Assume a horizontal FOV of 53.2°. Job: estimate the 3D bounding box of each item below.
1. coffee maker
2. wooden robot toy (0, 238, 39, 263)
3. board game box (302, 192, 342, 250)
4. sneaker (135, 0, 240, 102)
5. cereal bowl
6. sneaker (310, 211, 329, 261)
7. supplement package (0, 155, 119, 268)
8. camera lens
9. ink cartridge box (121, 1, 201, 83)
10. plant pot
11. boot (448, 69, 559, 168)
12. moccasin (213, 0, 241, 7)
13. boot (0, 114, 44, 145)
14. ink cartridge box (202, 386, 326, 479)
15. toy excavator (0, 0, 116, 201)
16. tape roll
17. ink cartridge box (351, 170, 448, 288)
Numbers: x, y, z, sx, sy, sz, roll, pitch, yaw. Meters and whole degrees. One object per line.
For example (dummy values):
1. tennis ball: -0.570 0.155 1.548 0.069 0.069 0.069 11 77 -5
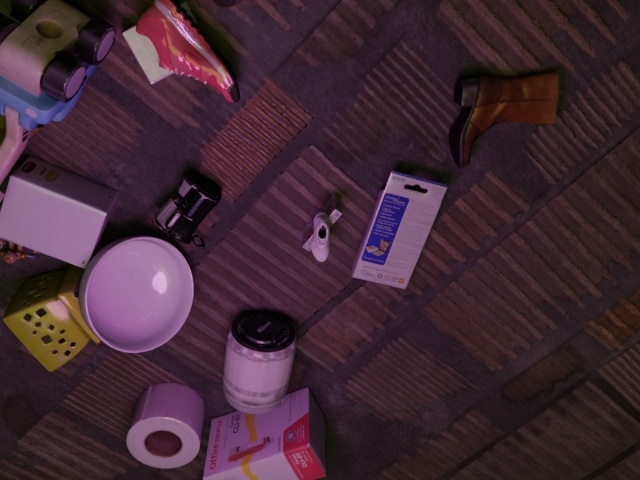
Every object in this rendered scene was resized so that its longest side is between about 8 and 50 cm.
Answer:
1. coffee maker: -0.360 -0.089 1.827 0.171 0.120 0.178 23 120 -41
2. wooden robot toy: -0.917 0.031 1.882 0.173 0.079 0.076 7 119 -6
3. board game box: 0.003 -0.053 1.853 0.026 0.103 0.154 33 113 -19
4. sneaker: -0.329 -0.456 1.598 0.136 0.116 0.314 -37 111 9
5. cereal bowl: -0.550 0.149 1.873 0.339 0.141 0.339 -7 100 -41
6. sneaker: 0.000 0.000 1.789 0.053 0.061 0.152 -2 121 -3
7. supplement package: -0.735 -0.078 1.789 0.261 0.145 0.204 22 117 -15
8. camera lens: -0.196 0.381 2.027 0.219 0.219 0.274 8 119 -6
9. ink cartridge box: -0.391 -0.505 1.629 0.179 0.045 0.145 -30 117 -6
10. plant pot: -0.766 0.213 1.914 0.207 0.228 0.227 -26 117 6
11. boot: 0.499 -0.327 1.745 0.280 0.096 0.264 -5 113 -8
12. moccasin: -0.282 -0.723 1.452 0.139 0.147 0.380 -27 122 29
13. boot: -0.908 -0.292 1.694 0.269 0.089 0.236 -35 115 18
14. ink cartridge box: -0.186 0.699 2.174 0.384 0.279 0.160 -21 118 9
15. toy excavator: -0.712 -0.326 1.553 0.222 0.433 0.445 29 144 -8
16. tape roll: -0.524 0.634 2.190 0.246 0.169 0.246 -1 121 -2
17. ink cartridge box: 0.228 -0.033 1.896 0.175 0.069 0.371 13 121 -9
